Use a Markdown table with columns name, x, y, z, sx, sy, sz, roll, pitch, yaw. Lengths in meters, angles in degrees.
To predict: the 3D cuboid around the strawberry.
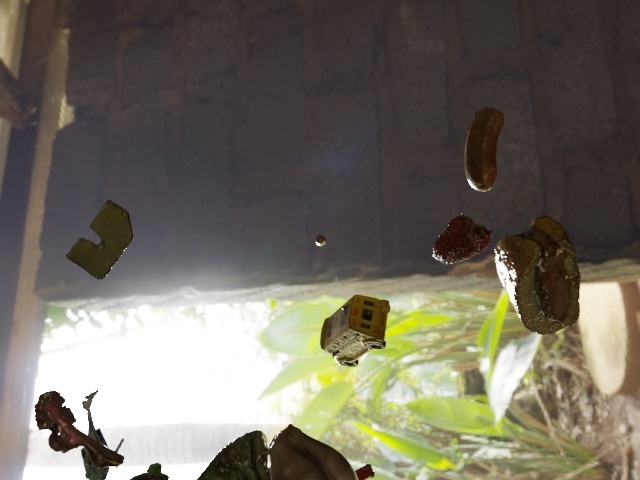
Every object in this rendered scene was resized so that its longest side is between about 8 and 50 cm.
| name | x | y | z | sx | sy | sz | roll | pitch | yaw |
| --- | --- | --- | --- | --- | --- | --- | --- | --- | --- |
| strawberry | 0.500 | 0.017 | 2.263 | 0.208 | 0.167 | 0.087 | -60 | -2 | 20 |

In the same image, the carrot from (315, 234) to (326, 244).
| name | x | y | z | sx | sy | sz | roll | pitch | yaw |
| --- | --- | --- | --- | --- | --- | --- | --- | --- | --- |
| carrot | 0.000 | 0.000 | 1.812 | 0.093 | 0.032 | 0.032 | 10 | -104 | -89 |

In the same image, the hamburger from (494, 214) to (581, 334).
| name | x | y | z | sx | sy | sz | roll | pitch | yaw |
| --- | --- | --- | --- | --- | --- | --- | --- | --- | --- |
| hamburger | 0.515 | 0.066 | 1.551 | 0.209 | 0.162 | 0.329 | -106 | -10 | -49 |

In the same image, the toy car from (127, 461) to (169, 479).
| name | x | y | z | sx | sy | sz | roll | pitch | yaw |
| --- | --- | --- | --- | --- | --- | --- | --- | --- | --- |
| toy car | -0.555 | 0.783 | 1.808 | 0.359 | 0.177 | 0.213 | -11 | -72 | -50 |

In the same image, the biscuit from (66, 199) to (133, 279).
| name | x | y | z | sx | sy | sz | roll | pitch | yaw |
| --- | --- | --- | --- | --- | --- | --- | --- | --- | --- |
| biscuit | -0.720 | -0.003 | 2.131 | 0.250 | 0.147 | 0.046 | -54 | 20 | 4 |

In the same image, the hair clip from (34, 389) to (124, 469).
| name | x | y | z | sx | sy | sz | roll | pitch | yaw |
| --- | --- | --- | --- | --- | --- | --- | --- | --- | --- |
| hair clip | -0.667 | 0.533 | 1.742 | 0.300 | 0.069 | 0.173 | 49 | -178 | -18 |

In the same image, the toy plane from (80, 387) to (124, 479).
| name | x | y | z | sx | sy | sz | roll | pitch | yaw |
| --- | --- | --- | --- | --- | --- | --- | --- | --- | --- |
| toy plane | -0.667 | 0.586 | 1.858 | 0.182 | 0.107 | 0.273 | -58 | -48 | -65 |

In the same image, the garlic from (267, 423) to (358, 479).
| name | x | y | z | sx | sy | sz | roll | pitch | yaw |
| --- | --- | --- | --- | --- | --- | --- | --- | --- | --- |
| garlic | -0.031 | 0.699 | 1.725 | 0.231 | 0.246 | 0.339 | -52 | -39 | -53 |

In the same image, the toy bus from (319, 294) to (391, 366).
| name | x | y | z | sx | sy | sz | roll | pitch | yaw |
| --- | --- | --- | --- | --- | --- | --- | --- | --- | --- |
| toy bus | 0.097 | 0.282 | 1.976 | 0.330 | 0.152 | 0.144 | 128 | 156 | -59 |

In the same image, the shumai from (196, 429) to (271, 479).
| name | x | y | z | sx | sy | sz | roll | pitch | yaw |
| --- | --- | --- | --- | --- | --- | --- | --- | --- | --- |
| shumai | -0.254 | 0.866 | 2.245 | 0.304 | 0.263 | 0.309 | -24 | -39 | -43 |

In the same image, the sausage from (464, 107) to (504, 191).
| name | x | y | z | sx | sy | sz | roll | pitch | yaw |
| --- | --- | --- | --- | --- | --- | --- | --- | --- | --- |
| sausage | 0.489 | -0.272 | 1.922 | 0.109 | 0.109 | 0.270 | 68 | -149 | -62 |

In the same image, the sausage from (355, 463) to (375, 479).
| name | x | y | z | sx | sy | sz | roll | pitch | yaw |
| --- | --- | --- | --- | --- | --- | --- | --- | --- | --- |
| sausage | 0.109 | 0.746 | 1.999 | 0.145 | 0.048 | 0.050 | -8 | -95 | -46 |
